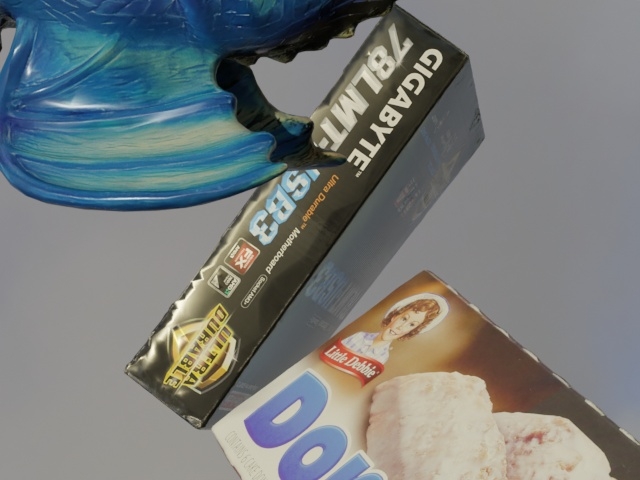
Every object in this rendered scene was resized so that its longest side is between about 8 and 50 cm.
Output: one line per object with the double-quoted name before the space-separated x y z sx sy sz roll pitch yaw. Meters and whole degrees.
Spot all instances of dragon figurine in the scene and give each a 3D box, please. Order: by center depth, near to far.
"dragon figurine" -0.037 -0.053 0.485 0.085 0.289 0.144 -21 -61 -75

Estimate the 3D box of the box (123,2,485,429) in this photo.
"box" 0.000 0.000 1.293 0.293 0.073 0.295 -55 -9 -3

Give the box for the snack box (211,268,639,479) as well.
"snack box" 0.031 0.057 0.348 0.064 0.178 0.022 -37 -66 -5
